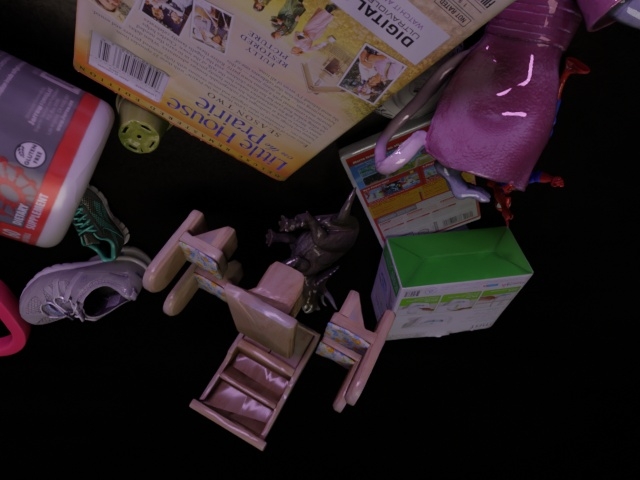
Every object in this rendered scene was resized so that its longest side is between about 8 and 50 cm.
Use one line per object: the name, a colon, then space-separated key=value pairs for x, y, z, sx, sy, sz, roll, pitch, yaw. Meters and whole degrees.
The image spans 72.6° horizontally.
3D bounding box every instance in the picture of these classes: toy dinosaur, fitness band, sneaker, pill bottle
toy dinosaur: x=0.000 y=0.000 z=0.820 sx=0.160 sy=0.121 sz=0.313 roll=4 pitch=131 yaw=-32
fitness band: x=-0.710 y=0.144 z=0.859 sx=0.209 sy=0.054 sz=0.290 roll=-5 pitch=137 yaw=-10
sneaker: x=-0.378 y=-0.029 z=0.721 sx=0.065 sy=0.076 sz=0.166 roll=-19 pitch=136 yaw=7
sneaker: x=-0.455 y=0.103 z=0.814 sx=0.281 sy=0.115 sz=0.105 roll=-24 pitch=135 yaw=13
pill bottle: x=-0.454 y=-0.144 z=0.491 sx=0.363 sy=0.210 sz=0.210 roll=23 pitch=127 yaw=-30

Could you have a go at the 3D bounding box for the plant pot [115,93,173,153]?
plant pot: x=-0.246 y=-0.163 z=0.605 sx=0.083 sy=0.079 sz=0.083 roll=-5 pitch=137 yaw=-5

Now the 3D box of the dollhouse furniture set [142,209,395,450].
dollhouse furniture set: x=-0.118 y=0.207 z=0.783 sx=0.362 sy=0.256 sz=0.394 roll=27 pitch=155 yaw=8

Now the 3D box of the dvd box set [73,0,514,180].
dvd box set: x=-0.068 y=-0.219 z=0.430 sx=0.308 sy=0.062 sz=0.420 roll=27 pitch=154 yaw=-22

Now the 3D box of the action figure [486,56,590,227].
action figure: x=0.353 y=-0.133 z=0.716 sx=0.092 sy=0.139 sz=0.280 roll=-4 pitch=138 yaw=-5

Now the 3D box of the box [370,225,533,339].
box: x=0.259 y=0.099 z=0.919 sx=0.262 sy=0.126 sz=0.231 roll=-6 pitch=144 yaw=-7

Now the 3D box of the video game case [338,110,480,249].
video game case: x=0.173 y=-0.095 z=0.781 sx=0.204 sy=0.025 sz=0.285 roll=-21 pitch=140 yaw=11

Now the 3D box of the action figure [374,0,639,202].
action figure: x=0.229 y=-0.245 z=0.501 sx=0.276 sy=0.248 sz=0.370 roll=10 pitch=119 yaw=-5

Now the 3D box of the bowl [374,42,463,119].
bowl: x=0.129 y=-0.230 z=0.608 sx=0.170 sy=0.080 sz=0.170 roll=-6 pitch=137 yaw=-6

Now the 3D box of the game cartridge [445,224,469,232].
game cartridge: x=0.290 y=-0.003 z=0.920 sx=0.056 sy=0.017 sz=0.083 roll=-16 pitch=137 yaw=11
